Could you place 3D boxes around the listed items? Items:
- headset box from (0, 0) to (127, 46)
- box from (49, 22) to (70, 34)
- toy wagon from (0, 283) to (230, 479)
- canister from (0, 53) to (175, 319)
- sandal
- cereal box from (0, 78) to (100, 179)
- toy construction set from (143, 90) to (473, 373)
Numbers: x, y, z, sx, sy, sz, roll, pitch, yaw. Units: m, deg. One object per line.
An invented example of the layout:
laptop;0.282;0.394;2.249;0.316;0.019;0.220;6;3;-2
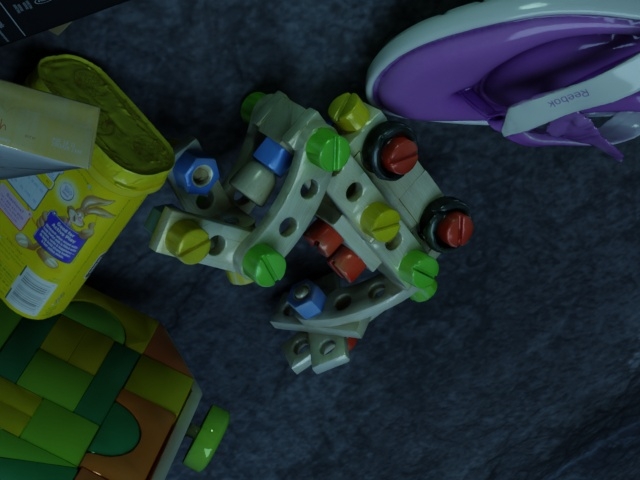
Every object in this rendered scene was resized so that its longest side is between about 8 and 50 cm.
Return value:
headset box;-0.137;-0.226;0.809;0.283;0.131;0.246;-20;174;-2
box;-0.202;-0.241;0.963;0.164;0.021;0.201;-42;135;20
toy wagon;-0.222;0.153;1.108;0.267;0.344;0.068;27;122;-3
canister;-0.202;-0.037;1.096;0.170;0.126;0.073;-50;165;30
sandal;0.244;-0.119;1.145;0.416;0.102;0.169;-2;152;0
cereal box;-0.276;-0.079;0.966;0.173;0.240;0.047;14;82;-32
toy construction set;0.000;0.000;1.200;0.215;0.151;0.327;-48;146;-9
